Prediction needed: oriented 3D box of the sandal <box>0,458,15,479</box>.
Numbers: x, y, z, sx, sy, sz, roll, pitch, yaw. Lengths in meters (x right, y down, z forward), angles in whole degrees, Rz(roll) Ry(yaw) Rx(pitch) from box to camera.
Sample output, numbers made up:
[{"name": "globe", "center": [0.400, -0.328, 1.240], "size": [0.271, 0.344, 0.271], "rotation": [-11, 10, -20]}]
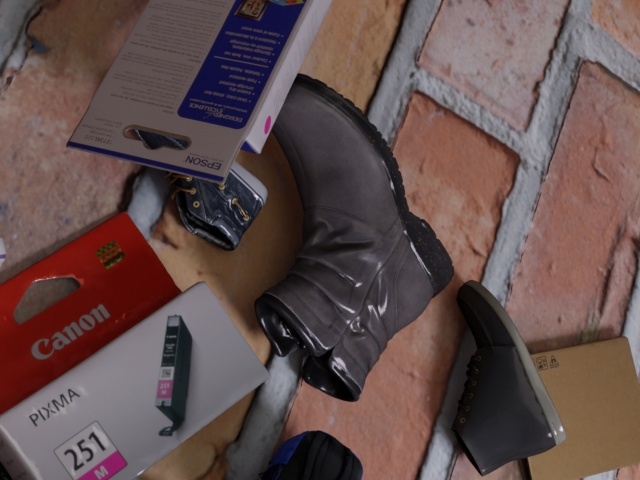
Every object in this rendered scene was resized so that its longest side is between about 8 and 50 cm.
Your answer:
[{"name": "sandal", "center": [-0.369, 0.288, 1.237], "size": [0.254, 0.054, 0.097], "rotation": [-40, 98, -30]}]

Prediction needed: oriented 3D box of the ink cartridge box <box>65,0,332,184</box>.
[{"name": "ink cartridge box", "center": [-0.112, -0.203, 1.412], "size": [0.176, 0.069, 0.371], "rotation": [14, 54, 14]}]

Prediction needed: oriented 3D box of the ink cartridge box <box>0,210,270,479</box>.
[{"name": "ink cartridge box", "center": [-0.223, 0.118, 1.336], "size": [0.275, 0.060, 0.239], "rotation": [-35, 90, -33]}]

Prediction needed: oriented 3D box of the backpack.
[{"name": "backpack", "center": [-0.022, 0.265, 1.406], "size": [0.098, 0.101, 0.120], "rotation": [40, 59, -17]}]

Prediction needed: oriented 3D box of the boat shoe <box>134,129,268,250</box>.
[{"name": "boat shoe", "center": [-0.143, -0.069, 1.440], "size": [0.183, 0.065, 0.083], "rotation": [38, 59, -18]}]

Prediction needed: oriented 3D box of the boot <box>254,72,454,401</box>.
[{"name": "boot", "center": [0.000, 0.000, 1.453], "size": [0.222, 0.118, 0.338], "rotation": [-47, 110, -28]}]

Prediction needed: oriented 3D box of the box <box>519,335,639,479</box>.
[{"name": "box", "center": [0.323, 0.214, 1.653], "size": [0.201, 0.021, 0.164], "rotation": [-7, 81, -30]}]

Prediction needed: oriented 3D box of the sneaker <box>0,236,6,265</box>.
[{"name": "sneaker", "center": [-0.422, 0.086, 1.248], "size": [0.282, 0.102, 0.161], "rotation": [-18, 103, -33]}]

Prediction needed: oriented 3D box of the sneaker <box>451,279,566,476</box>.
[{"name": "sneaker", "center": [0.189, 0.161, 1.560], "size": [0.118, 0.083, 0.222], "rotation": [-25, 73, -4]}]
